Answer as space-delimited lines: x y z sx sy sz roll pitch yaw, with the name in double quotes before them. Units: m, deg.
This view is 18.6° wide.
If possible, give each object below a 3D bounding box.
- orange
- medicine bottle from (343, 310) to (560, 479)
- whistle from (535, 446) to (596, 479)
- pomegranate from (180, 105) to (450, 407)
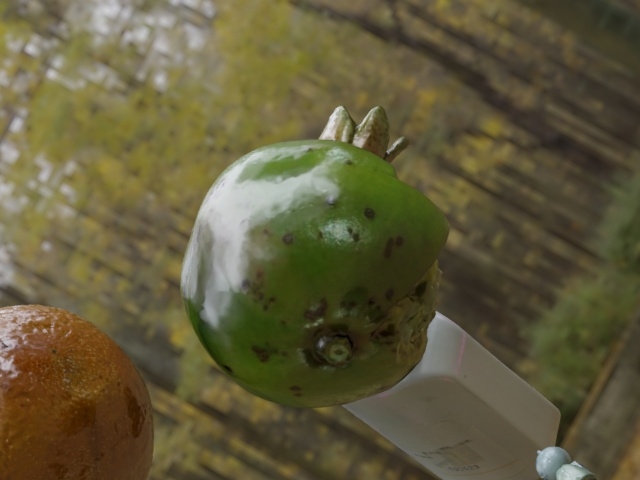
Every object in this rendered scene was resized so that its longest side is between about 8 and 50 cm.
"orange" -0.281 0.198 1.840 0.264 0.264 0.264 -60 -6 -10
"medicine bottle" 0.104 0.146 1.963 0.161 0.296 0.111 -13 52 40
"whistle" 0.239 0.227 1.857 0.035 0.100 0.035 -21 -51 -29
"pomegranate" 0.000 0.000 1.677 0.302 0.236 0.236 -84 13 -48
